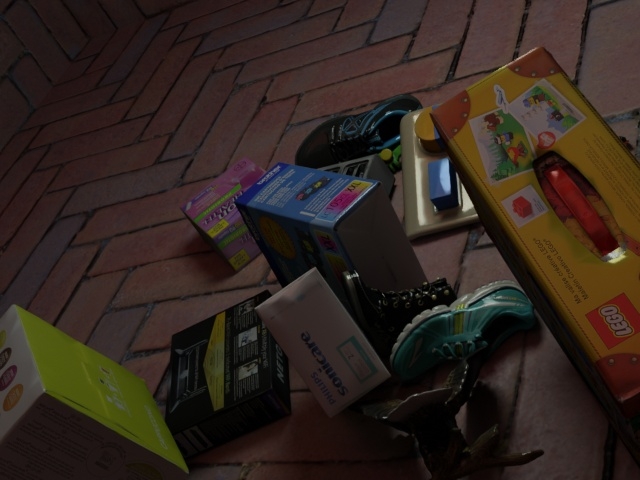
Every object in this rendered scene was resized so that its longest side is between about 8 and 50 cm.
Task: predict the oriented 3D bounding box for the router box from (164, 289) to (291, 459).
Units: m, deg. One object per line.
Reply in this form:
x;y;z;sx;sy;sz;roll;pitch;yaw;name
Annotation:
-0.187;0.264;2.018;0.243;0.081;0.309;-26;33;13;router box

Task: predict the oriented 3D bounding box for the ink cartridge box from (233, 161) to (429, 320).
0.000;0.000;2.029;0.151;0.270;0.395;-41;32;-22;ink cartridge box

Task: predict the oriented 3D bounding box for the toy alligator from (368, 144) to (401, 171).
0.125;-0.168;2.356;0.189;0.056;0.051;-24;74;15;toy alligator

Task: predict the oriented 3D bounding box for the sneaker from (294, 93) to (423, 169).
0.089;-0.247;2.394;0.340;0.125;0.140;-29;15;8;sneaker

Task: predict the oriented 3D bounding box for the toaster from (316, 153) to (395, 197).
0.061;-0.097;2.258;0.168;0.110;0.186;-12;38;32;toaster

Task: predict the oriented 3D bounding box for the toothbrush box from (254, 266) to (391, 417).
0.007;0.173;1.721;0.126;0.216;0.295;-35;-6;0;toothbrush box

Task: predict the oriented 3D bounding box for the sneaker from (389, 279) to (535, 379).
0.246;0.166;1.754;0.275;0.107;0.110;-30;41;5;sneaker

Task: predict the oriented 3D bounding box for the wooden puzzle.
0.313;-0.187;2.095;0.347;0.080;0.322;-17;55;26;wooden puzzle

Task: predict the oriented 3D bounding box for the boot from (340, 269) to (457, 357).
0.146;0.102;1.807;0.178;0.236;0.085;-26;46;4;boot

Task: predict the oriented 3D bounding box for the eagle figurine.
0.177;0.278;1.565;0.298;0.226;0.225;-106;35;-64;eagle figurine

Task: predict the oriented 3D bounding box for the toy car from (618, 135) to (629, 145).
0.573;-0.199;2.029;0.122;0.060;0.041;-131;53;-74;toy car

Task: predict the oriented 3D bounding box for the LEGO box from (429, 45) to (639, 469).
0.387;0.039;1.393;0.193;0.372;0.500;-31;54;5;LEGO box

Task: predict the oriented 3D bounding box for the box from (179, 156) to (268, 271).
-0.194;-0.069;2.439;0.213;0.117;0.243;-39;33;-9;box

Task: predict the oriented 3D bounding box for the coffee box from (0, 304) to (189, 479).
-0.503;0.384;1.831;0.334;0.338;0.337;-50;33;2;coffee box
